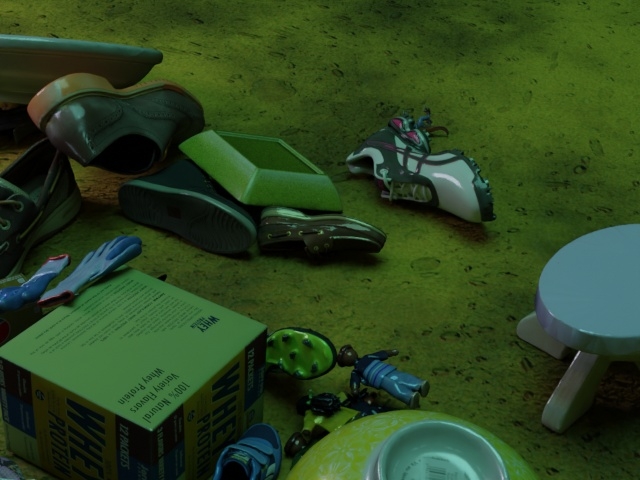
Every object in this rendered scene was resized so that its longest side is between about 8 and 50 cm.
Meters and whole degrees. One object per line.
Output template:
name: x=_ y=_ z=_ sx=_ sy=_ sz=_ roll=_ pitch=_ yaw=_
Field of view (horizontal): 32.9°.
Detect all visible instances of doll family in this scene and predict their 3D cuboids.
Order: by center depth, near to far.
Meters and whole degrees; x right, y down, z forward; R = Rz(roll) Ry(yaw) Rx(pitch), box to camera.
doll family: x=0.033 y=0.184 z=1.185 sx=0.111 sy=0.076 sz=0.193 roll=21 pitch=32 yaw=31

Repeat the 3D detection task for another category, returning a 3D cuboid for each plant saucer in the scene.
plant saucer: x=-0.080 y=-0.108 z=1.572 sx=0.188 sy=0.045 sz=0.188 roll=3 pitch=27 yaw=-41
plant saucer: x=-0.451 y=-0.265 z=1.706 sx=0.401 sy=0.100 sz=0.400 roll=4 pitch=7 yaw=0

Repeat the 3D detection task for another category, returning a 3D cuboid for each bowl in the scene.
bowl: x=0.096 y=0.251 z=0.968 sx=0.290 sy=0.156 sz=0.289 roll=5 pitch=43 yaw=-5

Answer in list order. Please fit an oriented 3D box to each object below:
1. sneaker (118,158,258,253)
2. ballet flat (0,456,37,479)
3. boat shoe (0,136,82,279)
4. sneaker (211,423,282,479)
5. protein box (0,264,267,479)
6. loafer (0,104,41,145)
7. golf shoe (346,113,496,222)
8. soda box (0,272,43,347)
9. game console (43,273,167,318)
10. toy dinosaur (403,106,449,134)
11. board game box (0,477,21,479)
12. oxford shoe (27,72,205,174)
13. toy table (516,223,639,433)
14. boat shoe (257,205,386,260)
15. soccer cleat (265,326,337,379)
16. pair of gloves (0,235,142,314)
sneaker: x=-0.161 y=-0.059 z=1.513 sx=0.222 sy=0.083 sz=0.118 roll=20 pitch=37 yaw=25
ballet flat: x=-0.266 y=0.272 z=1.029 sx=0.079 sy=0.076 sz=0.221 roll=-2 pitch=28 yaw=-45
boat shoe: x=-0.424 y=-0.030 z=1.406 sx=0.123 sy=0.123 sz=0.342 roll=16 pitch=35 yaw=17
sneaker: x=-0.075 y=0.231 z=1.110 sx=0.053 sy=0.059 sz=0.144 roll=9 pitch=33 yaw=12
protein box: x=-0.193 y=0.155 z=1.141 sx=0.201 sy=0.135 sz=0.200 roll=20 pitch=36 yaw=24
loafer: x=-0.474 y=-0.175 z=1.692 sx=0.170 sy=0.062 sz=0.061 roll=0 pitch=72 yaw=-18
golf shoe: x=0.150 y=-0.084 z=1.589 sx=0.120 sy=0.105 sz=0.273 roll=-29 pitch=38 yaw=-17
soda box: x=-0.421 y=0.101 z=1.270 sx=0.181 sy=0.058 sz=0.061 roll=-19 pitch=40 yaw=-30
game console: x=-0.264 y=0.071 z=1.319 sx=0.107 sy=0.071 sz=0.122 roll=28 pitch=40 yaw=31
toy dinosaur: x=0.153 y=-0.184 z=1.772 sx=0.090 sy=0.047 sz=0.082 roll=32 pitch=60 yaw=20
board game box: x=-0.261 y=0.367 z=0.831 sx=0.390 sy=0.050 sz=0.390 roll=5 pitch=46 yaw=2
oxford shoe: x=-0.268 y=-0.151 z=1.577 sx=0.132 sy=0.130 sz=0.364 roll=55 pitch=25 yaw=12
toy table: x=0.343 y=0.103 z=1.253 sx=0.274 sy=0.160 sz=0.252 roll=-18 pitch=39 yaw=-30
boat shoe: x=0.000 y=0.000 z=1.470 sx=0.178 sy=0.064 sz=0.060 roll=8 pitch=65 yaw=12
soccer cleat: x=-0.032 y=0.123 z=1.217 sx=0.072 sy=0.060 sz=0.179 roll=-16 pitch=3 yaw=-39
pair of gloves: x=-0.295 y=0.040 z=1.224 sx=0.198 sy=0.023 sz=0.159 roll=-16 pitch=17 yaw=27
